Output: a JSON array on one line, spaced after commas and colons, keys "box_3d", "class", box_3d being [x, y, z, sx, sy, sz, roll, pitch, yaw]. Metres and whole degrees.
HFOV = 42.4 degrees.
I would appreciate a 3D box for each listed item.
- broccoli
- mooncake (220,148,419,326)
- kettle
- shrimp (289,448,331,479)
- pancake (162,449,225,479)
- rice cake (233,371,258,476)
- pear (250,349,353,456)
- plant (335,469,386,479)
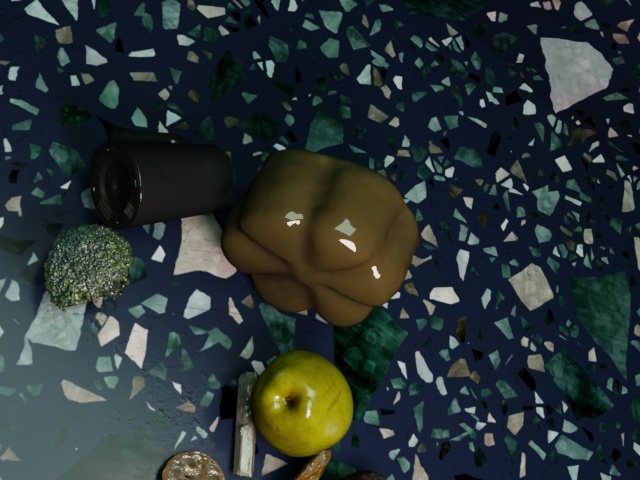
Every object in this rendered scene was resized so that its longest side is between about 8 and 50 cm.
[{"box_3d": [-0.533, 0.065, 1.894, 0.198, 0.176, 0.226, 15, 76, -5], "class": "broccoli"}, {"box_3d": [0.000, 0.000, 2.039, 0.467, 0.467, 0.262, 35, 56, -15], "class": "mooncake"}, {"box_3d": [-0.396, -0.151, 2.021, 0.308, 0.262, 0.203, -10, 113, -48], "class": "kettle"}, {"box_3d": [-0.073, 0.617, 1.992, 0.062, 0.154, 0.294, 34, 65, 16], "class": "shrimp"}, {"box_3d": [-0.297, 0.565, 1.931, 0.158, 0.028, 0.158, 19, 47, -21], "class": "pancake"}, {"box_3d": [-0.181, 0.450, 2.029, 0.052, 0.057, 0.256, 11, 70, -27], "class": "rice cake"}, {"box_3d": [-0.042, 0.392, 1.993, 0.252, 0.307, 0.253, -1, 81, 7], "class": "pear"}, {"box_3d": [0.067, 0.673, 2.022, 0.234, 0.204, 0.178, -14, 78, -37], "class": "plant"}]
